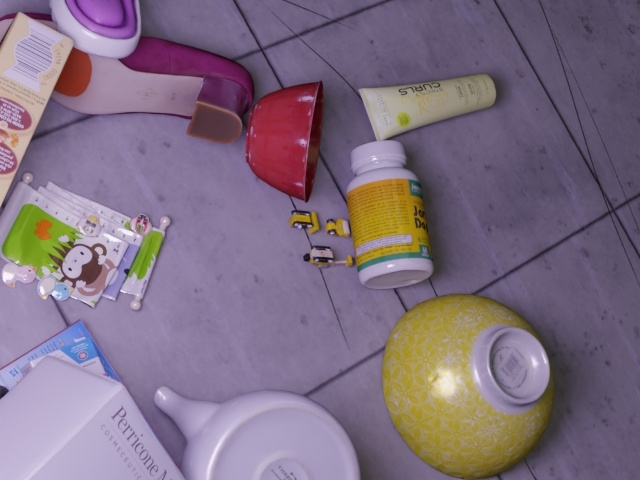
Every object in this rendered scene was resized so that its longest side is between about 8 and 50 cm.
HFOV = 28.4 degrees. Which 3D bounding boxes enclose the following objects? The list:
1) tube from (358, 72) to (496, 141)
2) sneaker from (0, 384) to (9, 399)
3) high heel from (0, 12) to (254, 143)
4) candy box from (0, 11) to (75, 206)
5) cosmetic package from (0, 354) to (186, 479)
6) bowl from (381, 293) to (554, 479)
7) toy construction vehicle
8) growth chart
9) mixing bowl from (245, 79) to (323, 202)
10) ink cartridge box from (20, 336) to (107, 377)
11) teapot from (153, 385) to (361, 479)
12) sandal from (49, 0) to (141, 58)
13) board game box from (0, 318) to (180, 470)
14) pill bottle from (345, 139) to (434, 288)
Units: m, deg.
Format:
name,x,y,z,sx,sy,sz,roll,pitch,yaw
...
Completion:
name,x,y,z,sx,sy,sz,roll,pitch,yaw
tube,0.178,-0.225,2.075,0.240,0.062,0.070,-14,39,-28
sneaker,-0.453,0.273,1.526,0.087,0.130,0.228,-4,104,-66
high heel,-0.278,-0.256,1.827,0.377,0.127,0.181,24,31,-14
candy box,-0.430,-0.114,1.614,0.087,0.183,0.317,27,61,-18
cosmetic package,-0.369,0.372,1.414,0.453,0.161,0.230,-47,127,-28
bowl,0.254,0.204,1.901,0.289,0.156,0.290,11,67,-27
toy construction vehicle,0.000,0.000,1.909,0.098,0.035,0.086,3,60,-31
growth chart,-0.332,0.008,1.724,0.237,0.021,0.172,20,65,-21
mixing bowl,-0.055,-0.150,1.866,0.098,0.181,0.182,7,66,5
ink cartridge box,-0.314,0.198,1.612,0.088,0.052,0.123,-22,86,-33
teapot,-0.078,0.315,1.656,0.252,0.187,0.256,0,86,-24
sandal,-0.318,-0.423,1.773,0.169,0.102,0.416,5,49,-37
board game box,-0.296,0.257,1.648,0.145,0.027,0.281,-33,90,-32
pill bottle,0.101,-0.040,1.926,0.117,0.117,0.209,1,71,-29
